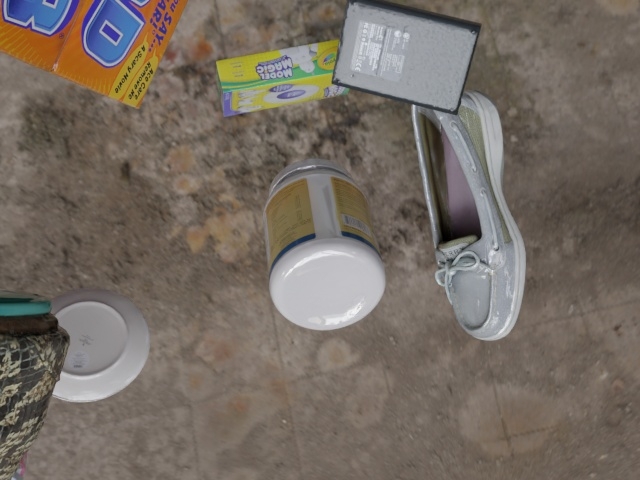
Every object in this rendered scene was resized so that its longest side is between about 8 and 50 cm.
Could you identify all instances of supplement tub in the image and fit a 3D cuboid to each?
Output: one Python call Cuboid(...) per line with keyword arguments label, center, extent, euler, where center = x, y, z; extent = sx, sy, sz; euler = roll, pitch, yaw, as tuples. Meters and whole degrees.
Cuboid(label="supplement tub", center=(0.000, 0.000, 1.116), extent=(0.144, 0.144, 0.199), euler=(-16, 40, 5))

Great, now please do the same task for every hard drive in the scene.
Cuboid(label="hard drive", center=(0.085, -0.188, 0.877), extent=(0.135, 0.022, 0.094), euler=(16, 119, 7))

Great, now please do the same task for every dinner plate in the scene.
Cuboid(label="dinner plate", center=(-0.263, 0.113, 0.974), extent=(0.141, 0.017, 0.141), euler=(3, 60, -5))

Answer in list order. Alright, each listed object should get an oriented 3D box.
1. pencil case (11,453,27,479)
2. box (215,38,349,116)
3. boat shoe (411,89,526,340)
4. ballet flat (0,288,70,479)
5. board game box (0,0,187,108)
Cuboid(label="pencil case", center=(-0.409, 0.185, 1.020), extent=(0.113, 0.124, 0.273), euler=(-39, 41, 26))
Cuboid(label="box", center=(-0.029, -0.189, 1.001), extent=(0.179, 0.105, 0.043), euler=(-14, 85, -7))
Cuboid(label="boat shoe", center=(0.176, -0.032, 1.086), extent=(0.103, 0.118, 0.320), euler=(-3, 87, -34))
Cuboid(label="ballet flat", center=(-0.348, 0.088, 0.444), extent=(0.164, 0.483, 0.182), euler=(8, 84, 39))
Cuboid(label="board game box", center=(-0.390, -0.433, 1.108), extent=(0.356, 0.356, 0.356), euler=(28, 95, 26))
